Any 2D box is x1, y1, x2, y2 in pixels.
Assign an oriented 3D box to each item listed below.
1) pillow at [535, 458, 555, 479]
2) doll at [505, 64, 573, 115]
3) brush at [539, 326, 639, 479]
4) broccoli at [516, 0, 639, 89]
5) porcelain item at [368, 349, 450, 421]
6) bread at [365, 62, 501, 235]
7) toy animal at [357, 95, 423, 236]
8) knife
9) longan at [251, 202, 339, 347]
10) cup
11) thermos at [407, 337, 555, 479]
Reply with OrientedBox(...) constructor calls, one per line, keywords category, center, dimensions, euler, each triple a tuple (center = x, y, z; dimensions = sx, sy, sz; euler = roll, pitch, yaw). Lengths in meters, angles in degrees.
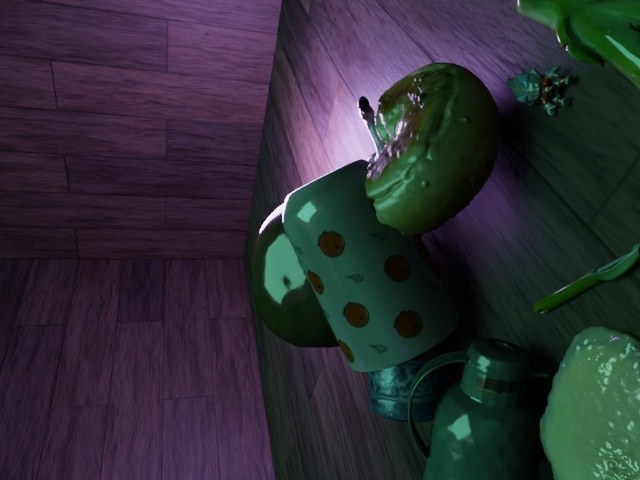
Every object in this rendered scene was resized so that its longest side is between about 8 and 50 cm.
OrientedBox(category="pillow", center=(0.319, 0.319, 0.523), dimensions=(0.208, 0.055, 0.141), euler=(-106, 29, -43))
OrientedBox(category="doll", center=(0.290, -0.206, 0.668), dimensions=(0.057, 0.039, 0.114), euler=(52, 175, -33))
OrientedBox(category="brush", center=(0.308, 0.111, 0.391), dimensions=(0.174, 0.166, 0.266), euler=(-128, 44, -64))
OrientedBox(category="broccoli", center=(0.281, -0.193, 0.340), dimensions=(0.254, 0.269, 0.268), euler=(69, -173, -54))
OrientedBox(category="porcelain item", center=(0.159, 0.259, 0.884), dimensions=(0.147, 0.147, 0.114), euler=(163, 106, -72))
OrientedBox(category="bread", center=(0.188, -0.165, 0.765), dimensions=(0.192, 0.171, 0.313), euler=(-40, 30, 39))
OrientedBox(category="toy animal", center=(0.138, -0.142, 0.963), dimensions=(0.195, 0.091, 0.323), euler=(-98, -14, -68))
OrientedBox(category="knife", center=(0.319, 0.053, 0.591), dimensions=(0.184, 0.022, 0.026), euler=(119, 173, -57))
OrientedBox(category="longan", center=(0.002, 0.067, 1.150), dimensions=(0.361, 0.361, 0.360), euler=(-179, 90, -73))
OrientedBox(category="cup", center=(0.075, 0.034, 0.848), dimensions=(0.317, 0.212, 0.212), euler=(63, 162, -4))
OrientedBox(category="thermos", center=(0.210, 0.276, 0.684), dimensions=(0.145, 0.182, 0.286), euler=(-50, -35, -75))
